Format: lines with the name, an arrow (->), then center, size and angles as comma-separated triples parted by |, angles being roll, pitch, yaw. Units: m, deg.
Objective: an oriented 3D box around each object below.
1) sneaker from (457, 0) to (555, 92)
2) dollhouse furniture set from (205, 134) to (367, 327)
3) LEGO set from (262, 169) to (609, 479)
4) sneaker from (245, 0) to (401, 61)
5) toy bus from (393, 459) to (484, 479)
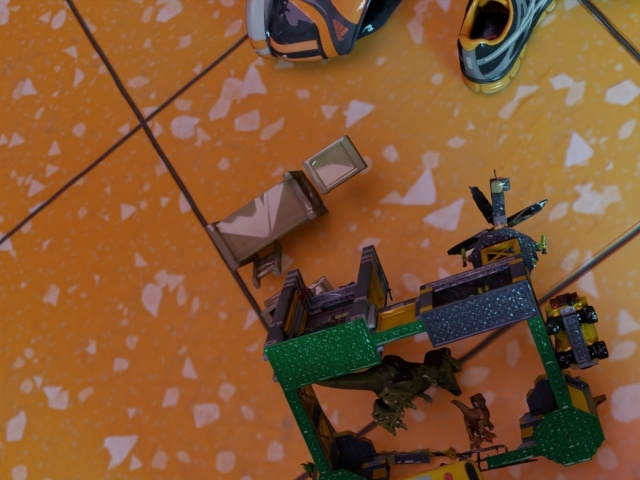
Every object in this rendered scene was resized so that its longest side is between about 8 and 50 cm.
sneaker -> 0.208, -0.270, 1.029 | 0.084, 0.083, 0.215 | 16, 79, 28
dollhouse furniture set -> 0.000, 0.000, 1.049 | 0.181, 0.101, 0.161 | -32, 90, 10
LEGO set -> 0.104, 0.106, 0.916 | 0.331, 0.192, 0.255 | -26, 108, 16
sneaker -> 0.024, -0.367, 1.126 | 0.180, 0.124, 0.321 | 5, 87, 19
toy bus -> 0.045, 0.293, 0.804 | 0.333, 0.130, 0.108 | -54, 52, 52
